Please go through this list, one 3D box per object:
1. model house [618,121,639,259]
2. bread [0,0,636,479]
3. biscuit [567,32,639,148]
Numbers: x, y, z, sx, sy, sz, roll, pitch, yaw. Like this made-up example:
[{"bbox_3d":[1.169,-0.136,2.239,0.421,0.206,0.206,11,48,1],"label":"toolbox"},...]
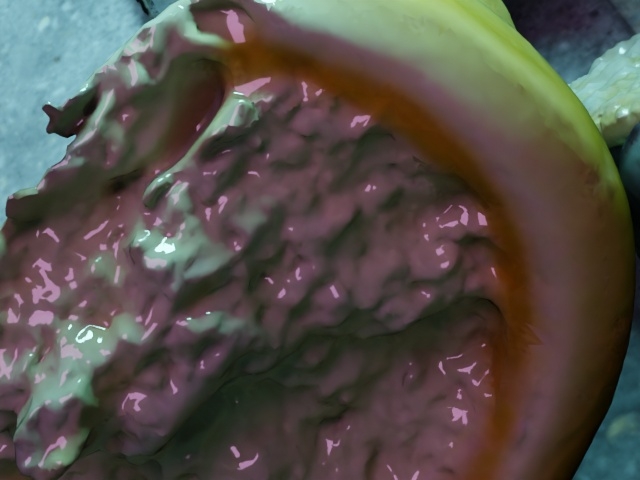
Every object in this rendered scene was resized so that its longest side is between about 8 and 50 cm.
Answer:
[{"bbox_3d":[0.325,0.023,0.810,0.271,0.190,0.301,-32,58,-1],"label":"model house"},{"bbox_3d":[-0.054,0.048,0.887,0.424,0.329,0.245,-55,33,17],"label":"bread"},{"bbox_3d":[0.216,-0.103,0.968,0.265,0.040,0.188,-20,15,45],"label":"biscuit"}]
